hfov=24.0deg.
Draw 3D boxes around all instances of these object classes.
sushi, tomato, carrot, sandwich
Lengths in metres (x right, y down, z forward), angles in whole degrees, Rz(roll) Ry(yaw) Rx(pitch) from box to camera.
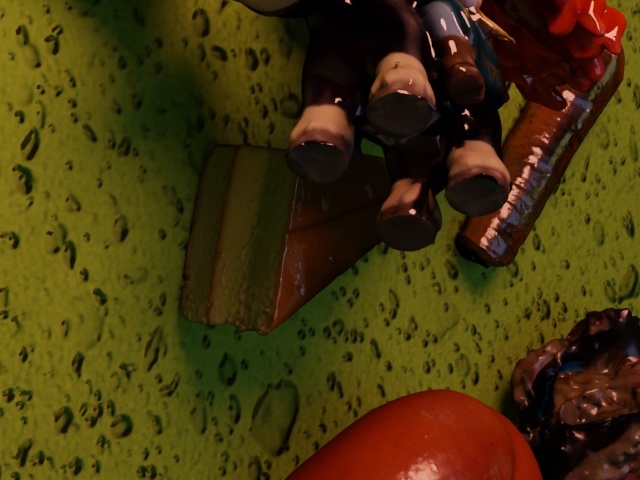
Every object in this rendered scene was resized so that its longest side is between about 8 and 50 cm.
[{"bbox_3d":[0.269,0.191,1.394,0.225,0.218,0.238,-14,136,-5],"label":"sushi"},{"bbox_3d":[0.069,0.247,1.219,0.260,0.180,0.259,-6,99,-39],"label":"tomato"},{"bbox_3d":[0.205,-0.085,1.389,0.070,0.070,0.260,45,66,-34],"label":"carrot"},{"bbox_3d":[0.000,0.000,1.184,0.187,0.117,0.144,5,93,-43],"label":"sandwich"}]

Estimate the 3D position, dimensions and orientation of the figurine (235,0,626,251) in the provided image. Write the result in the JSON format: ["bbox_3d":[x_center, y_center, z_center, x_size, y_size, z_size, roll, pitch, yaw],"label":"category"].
[{"bbox_3d":[0.063,-0.182,1.089,0.306,0.241,0.412,44,38,-2],"label":"figurine"}]
